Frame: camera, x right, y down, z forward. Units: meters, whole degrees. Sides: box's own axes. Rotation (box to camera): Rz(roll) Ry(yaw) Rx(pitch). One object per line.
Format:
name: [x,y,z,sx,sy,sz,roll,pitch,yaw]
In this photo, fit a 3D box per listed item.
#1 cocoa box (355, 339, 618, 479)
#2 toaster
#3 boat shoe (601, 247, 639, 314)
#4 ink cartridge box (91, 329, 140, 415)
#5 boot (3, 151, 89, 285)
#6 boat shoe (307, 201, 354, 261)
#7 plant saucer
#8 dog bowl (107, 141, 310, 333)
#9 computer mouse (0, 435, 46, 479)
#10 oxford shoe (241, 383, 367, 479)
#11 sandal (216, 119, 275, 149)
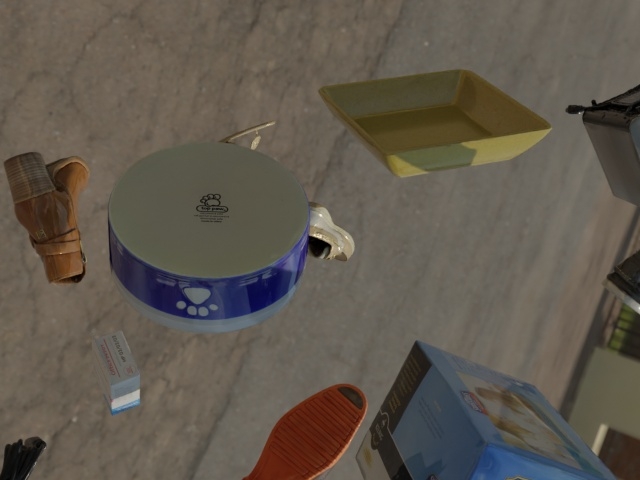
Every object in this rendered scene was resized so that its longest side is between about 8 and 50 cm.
cocoa box: [0.224,0.331,1.335,0.227,0.232,0.347,-65,-165,11]
toaster: [0.373,-0.116,0.974,0.185,0.168,0.110,-106,174,-78]
boat shoe: [0.590,0.094,1.616,0.095,0.112,0.335,-51,142,13]
ink cartridge box: [-0.389,0.245,1.800,0.062,0.104,0.181,-20,154,-22]
boot: [-0.443,-0.034,1.643,0.283,0.109,0.220,132,-62,-88]
boat shoe: [0.000,0.000,1.415,0.170,0.063,0.059,46,57,-55]
plant saucer: [0.201,-0.215,1.762,0.333,0.333,0.080,-10,121,-18]
dog bowl: [-0.147,-0.010,1.252,0.265,0.265,0.104,-50,158,-40]
computer mouse: [-0.393,0.309,1.087,0.262,0.060,0.184,-42,-160,58]
oxford shoe: [-0.044,0.418,1.770,0.363,0.130,0.132,-47,156,-4]
sandal: [-0.202,-0.186,2.046,0.088,0.240,0.079,-157,-131,-81]
